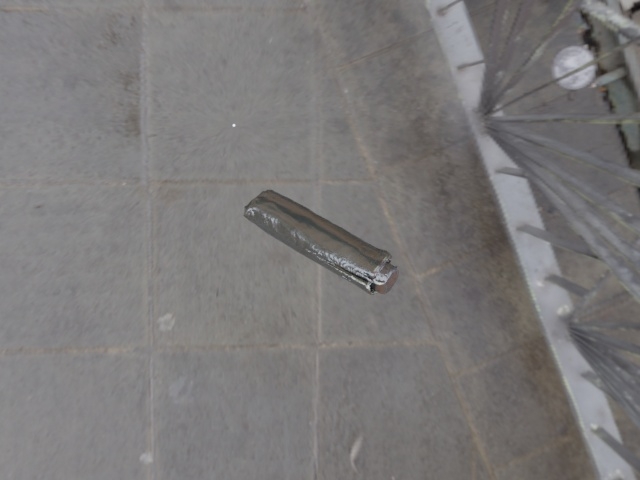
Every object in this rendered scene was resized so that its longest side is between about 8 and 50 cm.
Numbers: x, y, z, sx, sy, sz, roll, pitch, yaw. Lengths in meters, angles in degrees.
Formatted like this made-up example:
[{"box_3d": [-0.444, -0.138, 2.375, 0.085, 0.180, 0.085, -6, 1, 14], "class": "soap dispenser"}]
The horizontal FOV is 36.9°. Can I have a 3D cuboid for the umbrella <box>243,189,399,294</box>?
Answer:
[{"box_3d": [0.001, -0.001, 0.712, 0.133, 0.031, 0.036, 31, 78, 25], "class": "umbrella"}]
